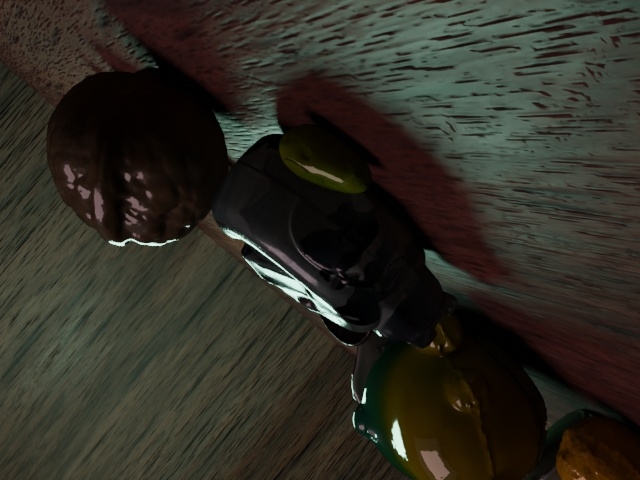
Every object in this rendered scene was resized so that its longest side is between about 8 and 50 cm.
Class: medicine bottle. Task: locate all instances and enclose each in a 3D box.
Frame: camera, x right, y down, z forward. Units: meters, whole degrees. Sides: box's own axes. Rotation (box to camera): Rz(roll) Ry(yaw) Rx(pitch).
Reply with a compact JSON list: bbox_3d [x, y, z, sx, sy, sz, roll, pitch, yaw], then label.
[{"bbox_3d":[0.353,0.319,1.699,0.143,0.147,0.147,40,173,-2],"label":"medicine bottle"}]

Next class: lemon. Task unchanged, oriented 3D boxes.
[{"bbox_3d":[0.361,0.284,1.572,0.155,0.114,0.114,39,173,-5],"label":"lemon"}]

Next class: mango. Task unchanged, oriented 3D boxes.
[{"bbox_3d":[0.007,-0.081,1.297,0.108,0.056,0.073,32,176,29],"label":"mango"}]

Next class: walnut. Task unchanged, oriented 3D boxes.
[{"bbox_3d":[-0.245,-0.118,1.710,0.248,0.248,0.248,38,173,5],"label":"walnut"}]

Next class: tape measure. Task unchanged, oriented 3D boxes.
[{"bbox_3d":[0.000,0.000,1.493,0.275,0.147,0.256,32,170,40],"label":"tape measure"}]

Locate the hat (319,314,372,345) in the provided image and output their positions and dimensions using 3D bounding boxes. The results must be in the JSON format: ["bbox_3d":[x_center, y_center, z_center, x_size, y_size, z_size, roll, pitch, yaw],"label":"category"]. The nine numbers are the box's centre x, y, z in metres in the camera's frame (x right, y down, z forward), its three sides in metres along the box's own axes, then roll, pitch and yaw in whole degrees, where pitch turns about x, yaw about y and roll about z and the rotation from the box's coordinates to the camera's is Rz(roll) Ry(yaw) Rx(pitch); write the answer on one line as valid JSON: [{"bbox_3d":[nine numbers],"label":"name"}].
[{"bbox_3d":[0.057,0.052,1.849,0.193,0.082,0.193,37,134,52],"label":"hat"}]

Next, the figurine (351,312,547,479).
[{"bbox_3d":[0.167,0.229,1.720,0.340,0.231,0.323,-149,43,-75],"label":"figurine"}]

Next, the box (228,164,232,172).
[{"bbox_3d":[-0.189,-0.104,2.226,0.273,0.048,0.265,31,169,46],"label":"box"}]
